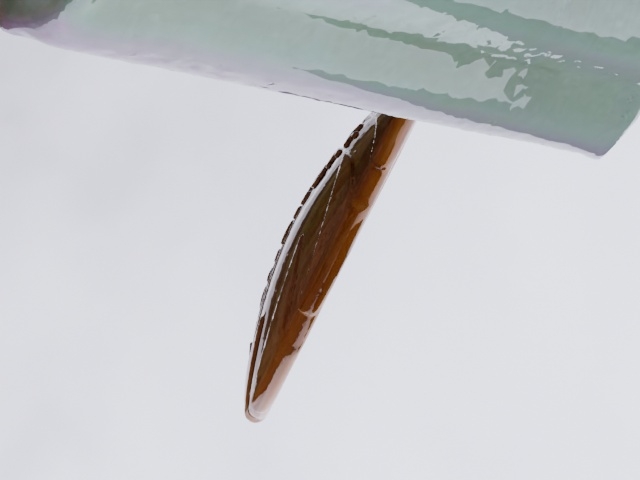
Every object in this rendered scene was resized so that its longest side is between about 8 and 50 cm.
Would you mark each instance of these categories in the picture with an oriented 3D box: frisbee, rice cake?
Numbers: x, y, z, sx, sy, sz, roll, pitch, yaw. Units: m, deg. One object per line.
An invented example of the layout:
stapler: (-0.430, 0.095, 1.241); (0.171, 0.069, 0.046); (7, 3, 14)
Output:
frisbee: (0.000, 0.000, 0.880); (0.192, 0.035, 0.192); (-62, 180, -1)
rice cake: (0.021, -0.070, 0.517); (0.080, 0.222, 0.042); (-54, -137, 34)
